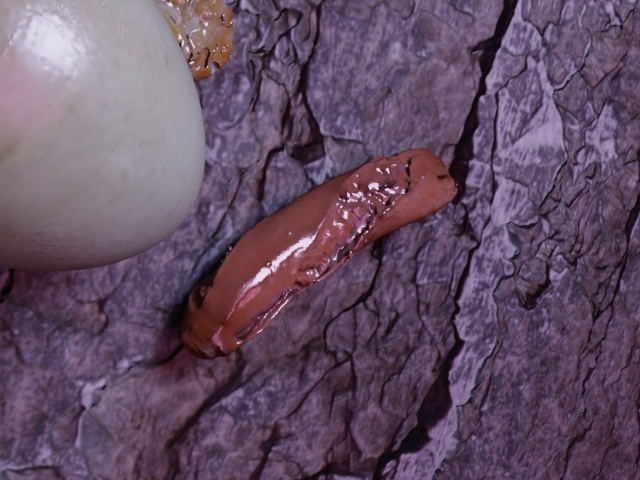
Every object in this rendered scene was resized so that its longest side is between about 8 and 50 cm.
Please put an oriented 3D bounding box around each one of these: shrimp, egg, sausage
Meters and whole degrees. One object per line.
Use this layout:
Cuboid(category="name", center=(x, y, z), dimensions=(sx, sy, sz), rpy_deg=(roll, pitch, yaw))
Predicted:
Cuboid(category="shrimp", center=(-0.139, -0.184, 0.749), dimensions=(0.184, 0.043, 0.091), rpy_deg=(14, 90, -47))
Cuboid(category="egg", center=(-0.190, -0.085, 0.627), dimensions=(0.218, 0.218, 0.295), rpy_deg=(-55, 141, -9))
Cuboid(category="sausage", center=(0.000, -0.002, 0.896), dimensions=(0.327, 0.079, 0.087), rpy_deg=(-33, 109, -26))
